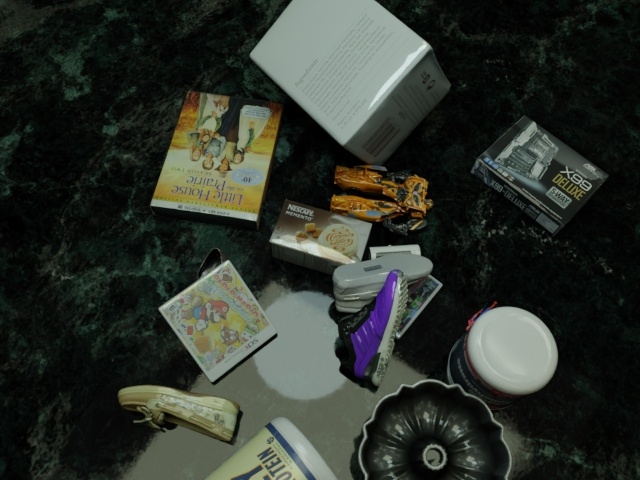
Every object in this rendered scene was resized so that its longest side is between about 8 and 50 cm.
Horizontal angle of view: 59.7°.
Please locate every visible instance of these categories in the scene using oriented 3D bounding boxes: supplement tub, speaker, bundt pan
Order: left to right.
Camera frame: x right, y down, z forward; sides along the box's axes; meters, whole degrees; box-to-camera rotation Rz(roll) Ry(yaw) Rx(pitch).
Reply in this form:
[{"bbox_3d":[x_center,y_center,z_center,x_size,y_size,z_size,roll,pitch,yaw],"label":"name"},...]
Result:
[{"bbox_3d":[-0.134,0.554,1.150,0.324,0.235,0.235,-37,70,-18],"label":"supplement tub"},{"bbox_3d":[0.198,0.041,1.494,0.136,0.055,0.055,-3,64,-5],"label":"speaker"},{"bbox_3d":[0.247,0.485,1.250,0.330,0.124,0.331,-1,69,3],"label":"bundt pan"},{"bbox_3d":[0.404,0.281,1.284,0.191,0.272,0.191,1,63,-1],"label":"supplement tub"}]

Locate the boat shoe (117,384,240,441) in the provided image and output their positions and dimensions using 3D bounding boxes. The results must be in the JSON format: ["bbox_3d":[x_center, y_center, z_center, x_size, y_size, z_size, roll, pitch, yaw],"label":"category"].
[{"bbox_3d":[-0.335,0.399,1.295,0.285,0.105,0.089,8,61,1],"label":"boat shoe"}]

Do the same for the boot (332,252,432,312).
[{"bbox_3d":[0.157,0.114,1.426,0.258,0.123,0.095,-7,35,-7],"label":"boot"}]

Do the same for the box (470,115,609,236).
[{"bbox_3d":[0.640,-0.195,1.639,0.242,0.076,0.307,-40,71,-19],"label":"box"}]

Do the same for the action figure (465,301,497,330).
[{"bbox_3d":[0.425,0.203,1.462,0.115,0.030,0.038,-33,74,-15],"label":"action figure"}]

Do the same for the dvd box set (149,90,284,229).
[{"bbox_3d":[-0.293,-0.245,1.641,0.307,0.062,0.421,9,63,3],"label":"dvd box set"}]

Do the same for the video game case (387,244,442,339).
[{"bbox_3d":[0.195,0.135,1.491,0.183,0.023,0.201,38,67,16],"label":"video game case"}]

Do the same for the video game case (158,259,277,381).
[{"bbox_3d":[-0.249,0.198,1.381,0.206,0.026,0.227,-36,100,-18],"label":"video game case"}]

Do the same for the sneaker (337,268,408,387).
[{"bbox_3d":[0.115,0.201,1.351,0.146,0.102,0.294,17,101,16],"label":"sneaker"}]

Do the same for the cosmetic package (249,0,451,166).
[{"bbox_3d":[0.091,-0.470,1.557,0.394,0.329,0.327,46,103,18],"label":"cosmetic package"}]

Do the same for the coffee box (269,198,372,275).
[{"bbox_3d":[0.000,0.000,1.508,0.246,0.098,0.141,17,64,6],"label":"coffee box"}]

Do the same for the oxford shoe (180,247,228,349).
[{"bbox_3d":[-0.303,0.145,1.425,0.096,0.098,0.272,9,64,2],"label":"oxford shoe"}]

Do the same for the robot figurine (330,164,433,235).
[{"bbox_3d":[0.178,-0.125,1.584,0.290,0.085,0.211,7,64,1],"label":"robot figurine"}]
